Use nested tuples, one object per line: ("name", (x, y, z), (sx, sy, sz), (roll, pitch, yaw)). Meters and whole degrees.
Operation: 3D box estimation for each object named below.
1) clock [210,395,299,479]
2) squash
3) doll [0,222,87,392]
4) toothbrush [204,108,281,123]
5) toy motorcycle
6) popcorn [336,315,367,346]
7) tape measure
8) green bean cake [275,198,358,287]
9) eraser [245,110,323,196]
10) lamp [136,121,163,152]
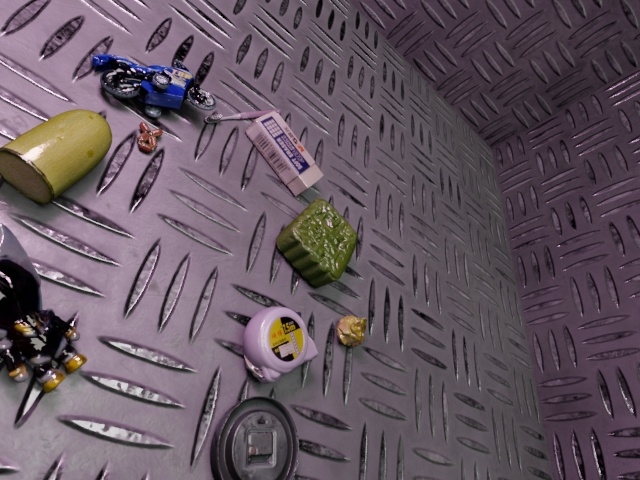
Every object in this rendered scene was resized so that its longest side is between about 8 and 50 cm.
("clock", (-0.147, 0.477, 0.942), (0.226, 0.049, 0.226), (25, 50, -35))
("squash", (-0.542, -0.201, 0.878), (0.132, 0.132, 0.247), (42, 44, -19))
("doll", (-0.536, 0.117, 0.718), (0.145, 0.103, 0.316), (-41, 106, -34))
("toothbrush", (-0.247, -0.424, 1.387), (0.354, 0.029, 0.024), (-28, 102, -50))
("toy motorcycle", (-0.449, -0.438, 1.136), (0.315, 0.113, 0.169), (-2, 58, -37))
("popcorn", (0.097, 0.280, 1.280), (0.109, 0.089, 0.097), (2, 55, -41))
("tape measure", (-0.113, 0.261, 1.068), (0.196, 0.105, 0.178), (-9, 81, -46))
("green bean cake", (0.000, 0.000, 1.312), (0.222, 0.125, 0.248), (48, 42, -13))
("eraser", (-0.120, -0.295, 1.399), (0.279, 0.081, 0.124), (52, 40, -8))
("lamp", (-0.453, -0.268, 1.088), (0.063, 0.031, 0.083), (19, 58, -35))
